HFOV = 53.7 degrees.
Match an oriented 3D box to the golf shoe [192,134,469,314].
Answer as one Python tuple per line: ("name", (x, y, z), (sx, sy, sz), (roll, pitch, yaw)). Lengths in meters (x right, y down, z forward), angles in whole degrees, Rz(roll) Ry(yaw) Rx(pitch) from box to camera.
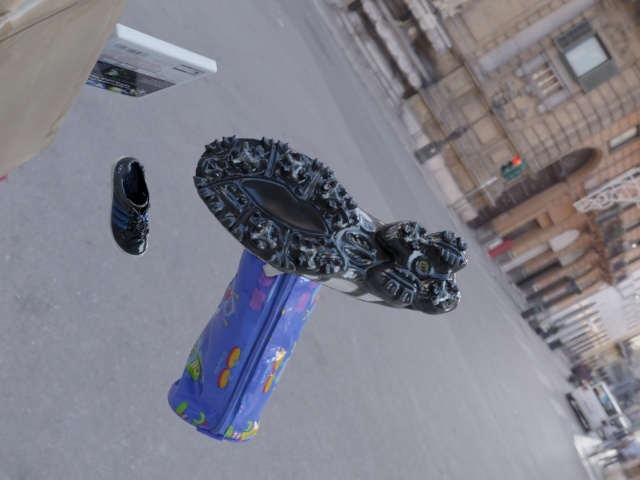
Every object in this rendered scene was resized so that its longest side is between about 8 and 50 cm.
("golf shoe", (0.000, 0.000, 0.434), (0.198, 0.077, 0.094), (29, -16, -15))

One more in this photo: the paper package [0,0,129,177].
("paper package", (-0.311, -0.196, 0.403), (0.325, 0.309, 0.168), (50, 53, -10))

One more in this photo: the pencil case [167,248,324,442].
("pencil case", (-0.071, 0.089, 0.727), (0.119, 0.306, 0.133), (24, 17, -8))

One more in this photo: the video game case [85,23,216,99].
("video game case", (-0.278, -0.253, 0.914), (0.190, 0.173, 0.022), (1, 82, -59))

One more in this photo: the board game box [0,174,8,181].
("board game box", (-0.478, -0.224, 0.815), (0.145, 0.281, 0.027), (17, 28, 11))

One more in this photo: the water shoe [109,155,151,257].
("water shoe", (-0.364, -0.058, 1.211), (0.080, 0.073, 0.203), (22, -60, 53))
